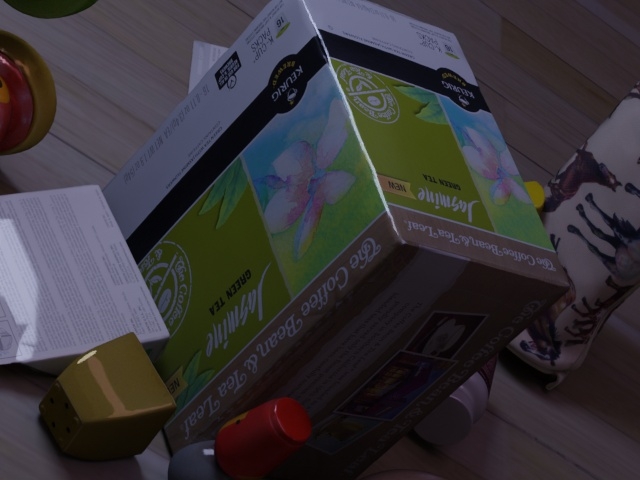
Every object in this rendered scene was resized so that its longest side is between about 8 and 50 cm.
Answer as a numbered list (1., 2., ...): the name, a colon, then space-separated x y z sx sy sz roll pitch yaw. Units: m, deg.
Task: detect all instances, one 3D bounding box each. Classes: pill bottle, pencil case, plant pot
1. pill bottle: 0.137 0.142 1.916 0.086 0.086 0.152 38 31 -11
2. pencil case: 0.345 -0.029 2.078 0.183 0.410 0.160 47 15 21
3. plant pot: -0.187 0.139 1.558 0.083 0.081 0.081 -15 63 -42

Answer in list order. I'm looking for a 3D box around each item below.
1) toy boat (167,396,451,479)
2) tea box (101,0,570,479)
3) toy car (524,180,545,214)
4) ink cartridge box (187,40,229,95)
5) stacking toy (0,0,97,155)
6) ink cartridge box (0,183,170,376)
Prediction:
1. toy boat: 0.016 0.269 1.597 0.318 0.148 0.267 46 35 -12
2. tea box: 0.000 0.000 1.693 0.220 0.329 0.323 14 42 -40
3. toy car: 0.108 -0.006 2.048 0.239 0.053 0.225 15 45 27
4. ink cartridge box: -0.039 -0.131 2.080 0.232 0.066 0.189 9 38 -7
5. stacking toy: -0.347 -0.231 1.623 0.309 0.279 0.130 40 30 2
6. ink cartridge box: -0.268 0.043 1.624 0.224 0.056 0.181 -10 58 -31
